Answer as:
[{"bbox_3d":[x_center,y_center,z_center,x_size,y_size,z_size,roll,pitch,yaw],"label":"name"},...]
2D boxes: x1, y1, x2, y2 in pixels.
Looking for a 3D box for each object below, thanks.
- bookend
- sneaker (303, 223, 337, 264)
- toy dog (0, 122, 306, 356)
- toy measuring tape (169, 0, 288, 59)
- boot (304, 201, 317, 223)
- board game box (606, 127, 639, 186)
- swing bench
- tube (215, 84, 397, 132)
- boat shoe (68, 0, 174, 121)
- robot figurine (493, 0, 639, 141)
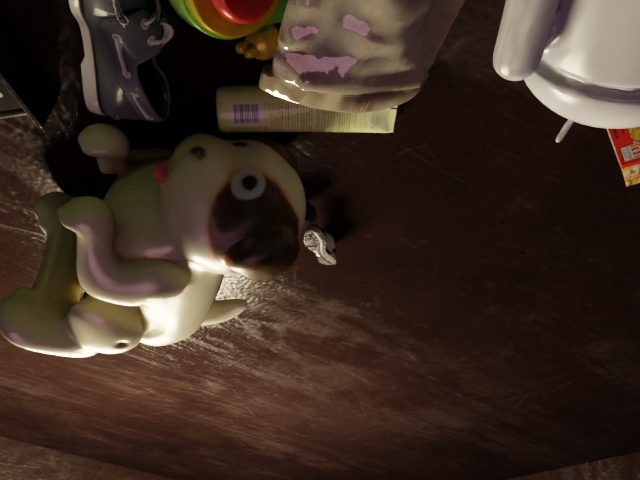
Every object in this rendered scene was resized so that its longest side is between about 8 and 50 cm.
[{"bbox_3d":[-0.453,-0.215,0.742,0.157,0.072,0.156,-4,143,11],"label":"bookend"},{"bbox_3d":[0.000,0.000,1.011,0.040,0.044,0.109,-5,147,17],"label":"sneaker"},{"bbox_3d":[-0.203,0.009,0.846,0.408,0.284,0.395,-32,124,32],"label":"toy dog"},{"bbox_3d":[-0.121,-0.307,0.555,0.121,0.121,0.330,-9,139,16],"label":"toy measuring tape"},{"bbox_3d":[-0.068,-0.026,0.983,0.121,0.045,0.099,10,141,3],"label":"boot"},{"bbox_3d":[0.439,-0.159,0.683,0.193,0.147,0.045,-19,138,25],"label":"board game box"},{"bbox_3d":[0.066,-0.272,0.474,0.165,0.255,0.253,13,142,-12],"label":"swing bench"},{"bbox_3d":[-0.016,-0.176,0.778,0.240,0.062,0.070,-1,-173,-2],"label":"tube"},{"bbox_3d":[-0.206,-0.244,0.645,0.099,0.116,0.319,18,149,-8],"label":"boat shoe"},{"bbox_3d":[0.291,-0.248,0.531,0.300,0.200,0.353,-23,143,-8],"label":"robot figurine"}]
